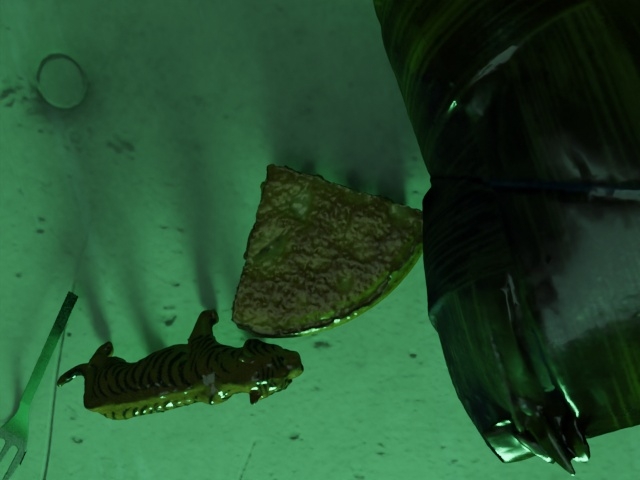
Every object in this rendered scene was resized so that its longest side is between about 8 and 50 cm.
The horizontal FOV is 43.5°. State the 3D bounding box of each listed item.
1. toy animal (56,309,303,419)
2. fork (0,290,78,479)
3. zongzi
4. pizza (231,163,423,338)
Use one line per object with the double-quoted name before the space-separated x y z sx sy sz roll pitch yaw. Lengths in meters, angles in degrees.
"toy animal" -0.124 0.106 0.668 0.241 0.099 0.057 -12 105 15
"fork" -0.268 0.139 0.754 0.039 0.021 0.235 30 111 -4
"zongzi" 0.232 -0.113 0.481 0.403 0.208 0.433 -14 95 12
"pizza" 0.000 0.001 0.627 0.174 0.046 0.134 -19 87 4
